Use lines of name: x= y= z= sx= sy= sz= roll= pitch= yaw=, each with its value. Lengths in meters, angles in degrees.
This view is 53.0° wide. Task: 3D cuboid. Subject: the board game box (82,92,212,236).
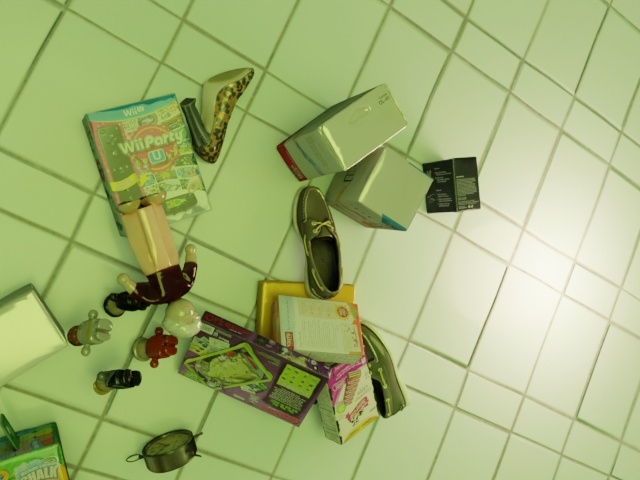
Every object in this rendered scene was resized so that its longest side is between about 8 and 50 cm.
board game box: x=-0.426 y=-0.185 z=1.585 sx=0.224 sy=0.097 sz=0.303 roll=-20 pitch=99 yaw=-23

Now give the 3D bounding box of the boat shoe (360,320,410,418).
boat shoe: x=0.163 y=0.376 z=1.854 sx=0.091 sy=0.109 sz=0.305 roll=-33 pitch=108 yaw=-24

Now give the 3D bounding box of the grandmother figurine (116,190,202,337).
grandmother figurine: x=-0.370 y=0.070 z=1.496 sx=0.208 sy=0.104 sz=0.342 roll=-23 pitch=95 yaw=-27

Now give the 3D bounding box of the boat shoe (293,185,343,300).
boat shoe: x=0.000 y=0.000 z=1.752 sx=0.116 sy=0.097 sz=0.324 roll=-2 pitch=80 yaw=-25

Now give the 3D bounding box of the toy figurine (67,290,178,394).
toy figurine: x=-0.471 y=0.237 z=1.518 sx=0.209 sy=0.148 sz=0.213 roll=-46 pitch=114 yaw=-48

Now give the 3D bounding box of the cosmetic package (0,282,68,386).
cosmetic package: x=-0.757 y=0.253 z=1.396 sx=0.365 sy=0.197 sz=0.155 roll=-31 pitch=104 yaw=-19

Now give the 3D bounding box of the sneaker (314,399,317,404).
sneaker: x=-0.067 y=0.400 z=1.739 sx=0.161 sy=0.075 sz=0.057 roll=42 pitch=53 yaw=-47

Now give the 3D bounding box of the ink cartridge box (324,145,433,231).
ink cartridge box: x=0.151 y=-0.139 z=1.767 sx=0.171 sy=0.233 sz=0.168 roll=30 pitch=81 yaw=-22

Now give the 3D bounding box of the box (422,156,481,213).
box: x=0.389 y=-0.163 z=1.913 sx=0.093 sy=0.156 sz=0.158 roll=-8 pitch=94 yaw=-24

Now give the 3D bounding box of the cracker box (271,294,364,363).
cracker box: x=-0.009 y=0.237 z=1.698 sx=0.232 sy=0.067 sz=0.155 roll=9 pitch=54 yaw=-21

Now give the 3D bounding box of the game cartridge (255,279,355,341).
game cartridge: x=-0.048 y=0.277 z=1.794 sx=0.285 sy=0.053 sz=0.323 roll=5 pitch=92 yaw=-24

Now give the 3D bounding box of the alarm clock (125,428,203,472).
alarm clock: x=-0.394 y=0.533 z=1.608 sx=0.192 sy=0.129 sz=0.064 roll=-11 pitch=100 yaw=5

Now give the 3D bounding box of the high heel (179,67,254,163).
high heel: x=-0.248 y=-0.332 z=1.689 sx=0.261 sy=0.093 sz=0.186 roll=-44 pitch=135 yaw=-33

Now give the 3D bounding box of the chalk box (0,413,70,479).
chalk box: x=-0.666 y=0.531 z=1.451 sx=0.179 sy=0.180 sz=0.289 roll=-12 pitch=98 yaw=-23

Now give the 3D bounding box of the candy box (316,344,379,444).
candy box: x=0.068 y=0.420 z=1.777 sx=0.159 sy=0.071 sz=0.233 roll=-26 pitch=112 yaw=-37

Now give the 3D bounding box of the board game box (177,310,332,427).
board game box: x=-0.169 y=0.328 z=1.619 sx=0.347 sy=0.056 sz=0.208 roll=26 pitch=118 yaw=-4

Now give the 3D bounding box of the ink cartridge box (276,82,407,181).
ink cartridge box: x=0.047 y=-0.274 z=1.676 sx=0.226 sy=0.306 sz=0.131 roll=-38 pitch=105 yaw=-18
